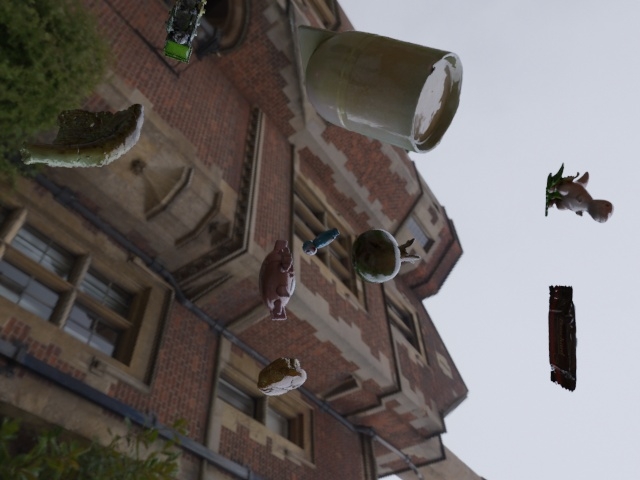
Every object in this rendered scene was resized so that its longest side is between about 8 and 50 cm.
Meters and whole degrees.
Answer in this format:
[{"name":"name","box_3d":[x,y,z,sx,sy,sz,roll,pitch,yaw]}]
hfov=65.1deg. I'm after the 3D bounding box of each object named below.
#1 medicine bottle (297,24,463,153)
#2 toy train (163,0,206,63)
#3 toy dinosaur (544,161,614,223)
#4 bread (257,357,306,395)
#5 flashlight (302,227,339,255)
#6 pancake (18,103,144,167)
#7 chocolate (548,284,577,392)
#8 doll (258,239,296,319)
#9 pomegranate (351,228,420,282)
[{"name":"medicine bottle","box_3d":[0.113,-0.382,1.228,0.406,0.236,0.236,27,-108,29]},{"name":"toy train","box_3d":[-0.262,-0.421,0.968,0.202,0.060,0.081,-93,-154,-43]},{"name":"toy dinosaur","box_3d":[0.740,-0.136,1.430,0.176,0.152,0.194,6,-143,26]},{"name":"bread","box_3d":[-0.066,0.228,0.841,0.083,0.081,0.046,-17,-122,0]},{"name":"flashlight","box_3d":[0.000,0.000,1.608,0.129,0.051,0.051,-34,-145,-4]},{"name":"pancake","box_3d":[-0.596,-0.283,1.294,0.376,0.197,0.054,-51,174,-49]},{"name":"chocolate","box_3d":[0.426,0.169,0.880,0.028,0.086,0.183,-2,-95,-4]},{"name":"doll","box_3d":[-0.114,0.101,1.323,0.262,0.093,0.211,116,-26,-53]},{"name":"pomegranate","box_3d":[0.209,0.047,1.629,0.224,0.182,0.181,-10,-147,-15]}]
